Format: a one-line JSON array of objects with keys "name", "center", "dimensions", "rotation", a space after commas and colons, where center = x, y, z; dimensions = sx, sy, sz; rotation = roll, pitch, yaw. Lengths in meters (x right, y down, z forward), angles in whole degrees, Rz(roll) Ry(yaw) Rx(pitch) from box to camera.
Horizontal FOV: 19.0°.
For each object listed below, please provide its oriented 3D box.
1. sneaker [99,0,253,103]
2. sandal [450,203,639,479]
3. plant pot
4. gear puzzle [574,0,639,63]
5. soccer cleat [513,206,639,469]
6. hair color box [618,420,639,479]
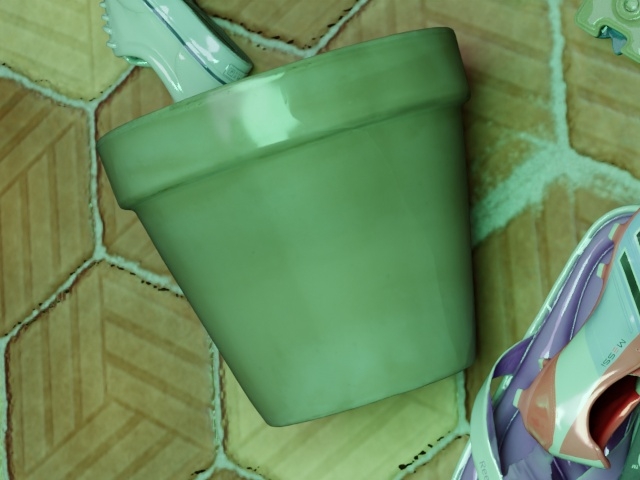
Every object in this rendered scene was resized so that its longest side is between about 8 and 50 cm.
[{"name": "sneaker", "center": [-0.178, -0.221, 1.868], "dimensions": [0.091, 0.094, 0.258], "rotation": [-46, 64, 9]}, {"name": "sandal", "center": [0.190, 0.159, 1.589], "dimensions": [0.169, 0.102, 0.416], "rotation": [17, 86, 32]}, {"name": "plant pot", "center": [0.000, 0.000, 1.637], "dimensions": [0.323, 0.323, 0.280], "rotation": [-17, 90, 25]}, {"name": "gear puzzle", "center": [0.363, -0.288, 1.615], "dimensions": [0.175, 0.044, 0.339], "rotation": [34, 99, 22]}, {"name": "soccer cleat", "center": [0.249, 0.065, 1.505], "dimensions": [0.095, 0.083, 0.248], "rotation": [29, 81, 42]}, {"name": "hair color box", "center": [0.306, 0.245, 1.441], "dimensions": [0.174, 0.105, 0.347], "rotation": [6, 65, 40]}]
